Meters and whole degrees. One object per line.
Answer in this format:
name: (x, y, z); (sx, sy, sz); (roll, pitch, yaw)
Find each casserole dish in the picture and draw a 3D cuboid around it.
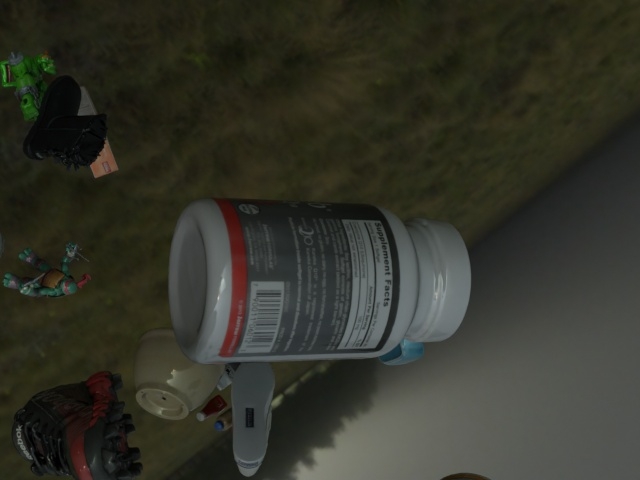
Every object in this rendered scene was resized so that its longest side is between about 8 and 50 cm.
casserole dish: (0.127, 0.168, 1.690); (0.037, 0.114, 0.188); (-20, 172, -17)

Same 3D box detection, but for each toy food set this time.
toy food set: (-0.262, 0.393, 2.391); (0.111, 0.232, 0.104); (-43, 173, 33)

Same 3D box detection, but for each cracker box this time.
cracker box: (-0.588, -0.280, 2.427); (0.067, 0.156, 0.232); (-21, -146, -10)

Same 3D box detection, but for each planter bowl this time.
planter bowl: (-0.260, 0.244, 1.665); (0.162, 0.162, 0.109); (-46, -161, 48)

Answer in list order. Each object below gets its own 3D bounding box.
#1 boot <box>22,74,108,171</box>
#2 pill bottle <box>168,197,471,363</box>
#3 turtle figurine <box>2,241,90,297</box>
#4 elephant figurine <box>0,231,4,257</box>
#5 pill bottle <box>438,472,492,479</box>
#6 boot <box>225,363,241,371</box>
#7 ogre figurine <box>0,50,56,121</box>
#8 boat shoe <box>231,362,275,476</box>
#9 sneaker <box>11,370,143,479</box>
boot: (-0.288, -0.139, 1.109); (0.045, 0.099, 0.121); (45, 60, -48)
pill bottle: (-0.001, 0.053, 1.252); (0.363, 0.210, 0.210); (1, 154, -25)
turtle figurine: (-0.676, 0.090, 2.362); (0.234, 0.118, 0.175); (9, -139, 36)
elephant figurine: (-0.625, 0.033, 1.632); (0.186, 0.169, 0.239); (-56, 141, -22)
pill bottle: (0.212, 0.476, 1.441); (0.162, 0.162, 0.278); (-41, 177, 18)
boot: (-0.313, 0.320, 2.600); (0.260, 0.131, 0.348); (-48, 141, -32)
ogre figurine: (-0.514, -0.273, 1.696); (0.096, 0.118, 0.197); (-16, -174, 16)
boat shoe: (-0.148, 0.382, 2.066); (0.096, 0.267, 0.088); (2, 139, -7)
sneaker: (-0.273, 0.221, 1.054); (0.135, 0.098, 0.276); (-14, -171, -13)
